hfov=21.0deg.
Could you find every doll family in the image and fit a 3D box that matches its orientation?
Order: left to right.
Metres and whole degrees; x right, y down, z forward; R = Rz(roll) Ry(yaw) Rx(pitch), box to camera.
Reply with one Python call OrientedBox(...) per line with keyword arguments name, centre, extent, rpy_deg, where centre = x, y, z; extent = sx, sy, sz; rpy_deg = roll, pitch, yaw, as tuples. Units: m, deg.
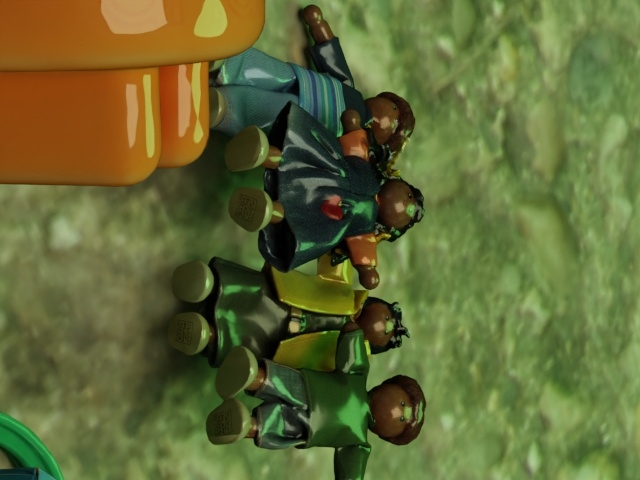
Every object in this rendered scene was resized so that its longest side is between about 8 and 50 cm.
OrientedBox(name="doll family", centre=(0.000, 0.000, 0.682), extent=(0.111, 0.076, 0.193), rpy_deg=(7, 88, -38))

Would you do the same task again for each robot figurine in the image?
OrientedBox(name="robot figurine", centre=(-0.082, -0.129, 0.553), extent=(0.158, 0.128, 0.219), rpy_deg=(-9, 103, -33))

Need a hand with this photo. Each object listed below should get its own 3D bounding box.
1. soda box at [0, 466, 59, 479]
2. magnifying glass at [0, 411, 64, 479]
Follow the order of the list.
OrientedBox(name="soda box", centre=(-0.134, 0.109, 0.476), extent=(0.071, 0.210, 0.067), rpy_deg=(41, 55, -38))
OrientedBox(name="magnifying glass", centre=(-0.106, 0.154, 0.642), extent=(0.092, 0.026, 0.231), rpy_deg=(-45, 121, -29))
